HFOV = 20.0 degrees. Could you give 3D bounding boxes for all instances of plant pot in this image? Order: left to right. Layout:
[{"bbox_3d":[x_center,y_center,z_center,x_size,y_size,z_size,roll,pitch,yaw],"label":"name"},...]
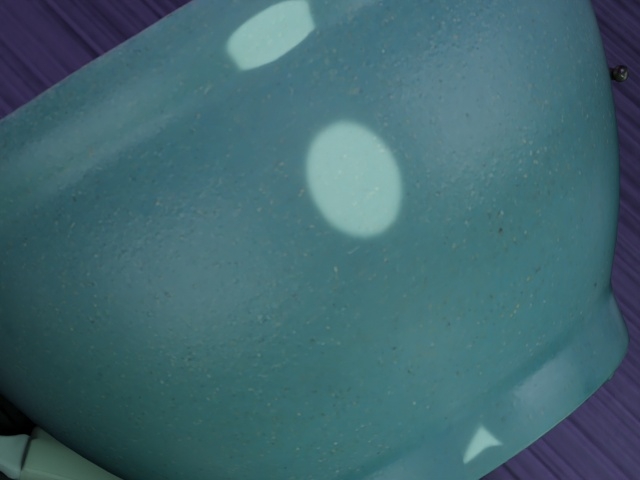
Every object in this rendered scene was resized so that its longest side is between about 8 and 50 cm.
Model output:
[{"bbox_3d":[0.000,0.000,0.710,0.293,0.293,0.196,-35,96,-37],"label":"plant pot"}]

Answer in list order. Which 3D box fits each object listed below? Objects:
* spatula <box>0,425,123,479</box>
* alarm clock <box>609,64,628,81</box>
[{"bbox_3d":[-0.168,0.079,0.748,0.242,0.019,0.168,15,49,-6],"label":"spatula"},{"bbox_3d":[0.045,-0.074,0.875,0.192,0.129,0.064,26,49,15],"label":"alarm clock"}]
